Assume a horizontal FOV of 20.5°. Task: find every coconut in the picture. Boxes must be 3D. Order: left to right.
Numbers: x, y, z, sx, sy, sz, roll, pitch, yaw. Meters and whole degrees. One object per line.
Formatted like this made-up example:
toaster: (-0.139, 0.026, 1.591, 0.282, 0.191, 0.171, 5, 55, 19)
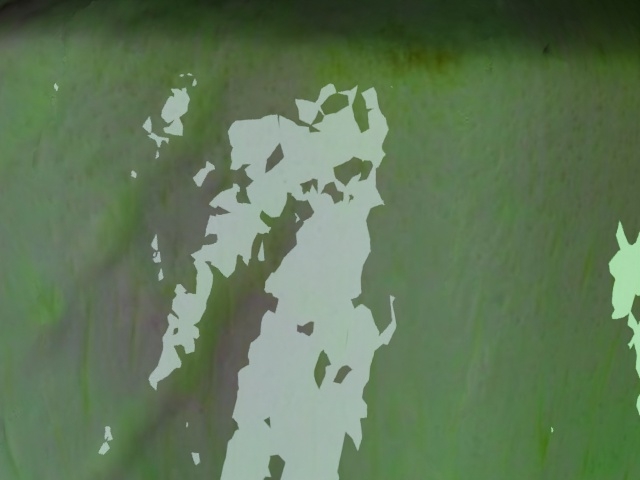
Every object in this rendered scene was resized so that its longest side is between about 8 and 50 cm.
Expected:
coconut: (0.000, 0.000, 0.410, 0.236, 0.204, 0.235, 2, 95, 22)
